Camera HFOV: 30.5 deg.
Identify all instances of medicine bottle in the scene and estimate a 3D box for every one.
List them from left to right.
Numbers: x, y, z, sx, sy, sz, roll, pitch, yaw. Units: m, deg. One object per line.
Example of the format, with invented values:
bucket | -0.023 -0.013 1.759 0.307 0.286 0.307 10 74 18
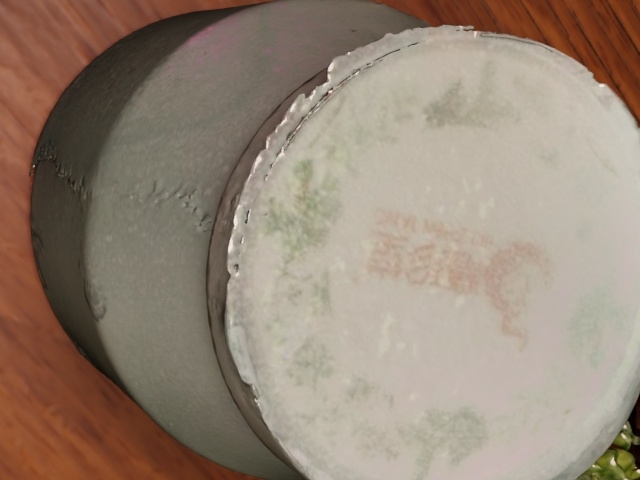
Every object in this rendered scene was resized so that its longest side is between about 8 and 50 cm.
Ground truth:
medicine bottle | 0.000 0.000 0.571 0.245 0.290 0.245 -3 98 -22

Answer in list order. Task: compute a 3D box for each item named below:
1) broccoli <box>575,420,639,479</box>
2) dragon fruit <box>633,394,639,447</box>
broccoli | 0.128 0.268 0.632 0.249 0.302 0.375 -25 144 -23
dragon fruit | 0.360 0.120 0.729 0.329 0.329 0.329 -3 98 -21
